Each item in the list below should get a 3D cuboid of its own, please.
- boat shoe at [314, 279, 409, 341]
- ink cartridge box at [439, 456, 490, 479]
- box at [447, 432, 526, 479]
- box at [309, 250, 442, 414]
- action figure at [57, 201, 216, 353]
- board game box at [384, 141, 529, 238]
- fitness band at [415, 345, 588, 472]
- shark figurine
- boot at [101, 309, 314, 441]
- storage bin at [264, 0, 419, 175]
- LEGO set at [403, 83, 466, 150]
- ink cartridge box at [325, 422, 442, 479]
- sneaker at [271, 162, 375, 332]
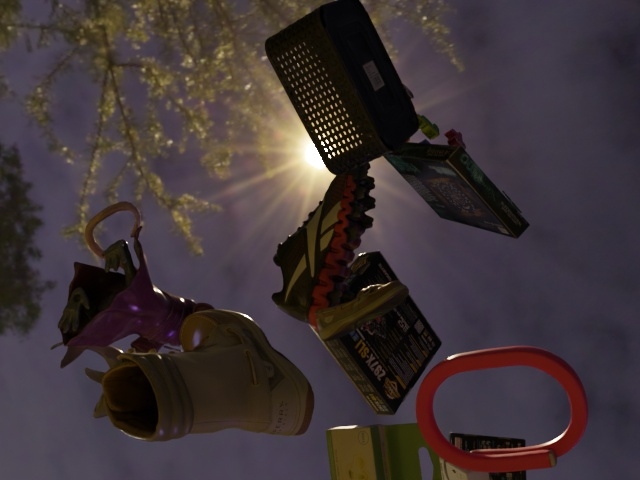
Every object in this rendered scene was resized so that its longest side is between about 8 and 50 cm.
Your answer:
[{"bbox_3d":[0.050,0.085,0.955,0.153,0.056,0.048,-37,-113,40],"label":"boat shoe"},{"bbox_3d":[0.303,0.512,1.560,0.135,0.056,0.099,6,-70,65],"label":"ink cartridge box"},{"bbox_3d":[0.378,0.558,1.657,0.175,0.220,0.051,4,-24,3],"label":"box"},{"bbox_3d":[0.140,0.226,1.796,0.079,0.257,0.322,-13,-62,52],"label":"box"},{"bbox_3d":[-0.331,0.142,1.405,0.248,0.370,0.275,-26,-122,19],"label":"action figure"},{"bbox_3d":[0.153,-0.065,0.860,0.126,0.026,0.186,44,-5,-19],"label":"board game box"},{"bbox_3d":[0.308,0.291,1.252,0.291,0.054,0.208,-12,-88,23],"label":"fitness band"},{"bbox_3d":[-0.413,0.277,1.460,0.116,0.166,0.278,56,-17,38],"label":"shark figurine"},{"bbox_3d":[-0.157,0.149,0.840,0.262,0.204,0.095,32,-69,49],"label":"boot"},{"bbox_3d":[0.030,-0.183,0.860,0.084,0.122,0.180,-22,-77,34],"label":"storage bin"},{"bbox_3d":[0.190,-0.231,1.437,0.087,0.093,0.227,-32,-54,32],"label":"LEGO set"},{"bbox_3d":[0.119,0.441,1.396,0.235,0.056,0.171,-18,-107,42],"label":"ink cartridge box"},{"bbox_3d":[0.000,0.000,1.118,0.135,0.098,0.275,13,-95,22],"label":"sneaker"}]
